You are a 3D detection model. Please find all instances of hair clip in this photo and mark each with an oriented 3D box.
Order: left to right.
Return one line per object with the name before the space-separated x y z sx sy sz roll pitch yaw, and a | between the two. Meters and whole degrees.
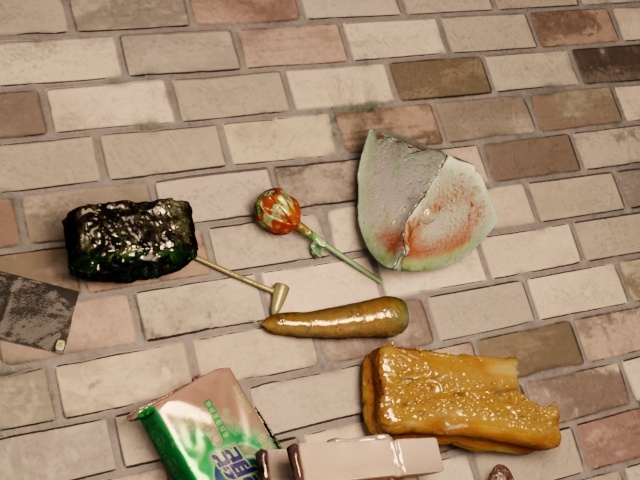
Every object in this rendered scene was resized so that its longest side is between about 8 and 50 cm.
hair clip | 0.057 0.362 1.701 0.331 0.101 0.085 5 59 -39

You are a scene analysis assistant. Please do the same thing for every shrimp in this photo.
shrimp | 0.316 0.493 1.844 0.073 0.075 0.190 28 68 -46

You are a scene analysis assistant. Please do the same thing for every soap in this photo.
soap | -0.163 0.356 1.687 0.218 0.098 0.273 -26 81 -30

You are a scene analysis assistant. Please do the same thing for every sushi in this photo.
sushi | -0.319 0.004 1.752 0.225 0.124 0.127 -5 72 -29

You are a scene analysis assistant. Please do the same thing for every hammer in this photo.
hammer | -0.153 0.073 1.852 0.195 0.028 0.060 24 71 -8

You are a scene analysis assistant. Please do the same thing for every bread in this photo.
bread | 0.256 0.284 1.881 0.380 0.109 0.185 10 62 -19

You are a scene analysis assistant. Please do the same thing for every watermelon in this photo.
watermelon | 0.222 -0.073 1.946 0.290 0.213 0.320 17 53 -17

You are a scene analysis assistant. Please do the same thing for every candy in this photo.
candy | -0.001 0.000 1.923 0.288 0.078 0.084 34 24 -17

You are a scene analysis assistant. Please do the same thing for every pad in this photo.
pad | -0.502 0.112 1.705 0.193 0.004 0.116 16 64 -14

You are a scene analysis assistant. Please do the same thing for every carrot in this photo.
carrot | 0.015 0.145 1.867 0.298 0.078 0.078 -2 71 -16
